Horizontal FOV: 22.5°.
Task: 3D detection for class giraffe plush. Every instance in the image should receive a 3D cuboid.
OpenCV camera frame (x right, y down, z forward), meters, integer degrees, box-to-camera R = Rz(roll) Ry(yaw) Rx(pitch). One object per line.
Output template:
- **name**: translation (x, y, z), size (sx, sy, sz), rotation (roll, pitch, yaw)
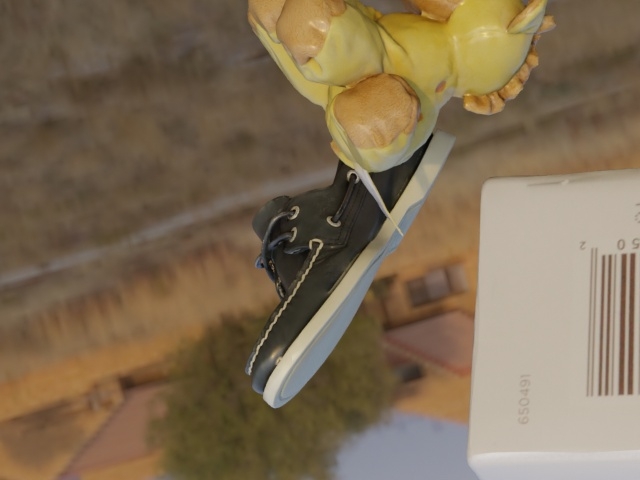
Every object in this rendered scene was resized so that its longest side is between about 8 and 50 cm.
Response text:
- **giraffe plush**: translation (0.071, -0.133, 1.119), size (0.170, 0.210, 0.181), rotation (-36, -150, -3)

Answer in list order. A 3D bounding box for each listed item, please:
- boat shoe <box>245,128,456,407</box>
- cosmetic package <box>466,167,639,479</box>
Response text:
- **boat shoe**: translation (0.001, -0.003, 1.348), size (0.340, 0.113, 0.127), rotation (-56, 173, -38)
- **cosmetic package**: translation (0.252, 0.127, 0.936), size (0.230, 0.161, 0.453), rotation (-4, 152, 19)
